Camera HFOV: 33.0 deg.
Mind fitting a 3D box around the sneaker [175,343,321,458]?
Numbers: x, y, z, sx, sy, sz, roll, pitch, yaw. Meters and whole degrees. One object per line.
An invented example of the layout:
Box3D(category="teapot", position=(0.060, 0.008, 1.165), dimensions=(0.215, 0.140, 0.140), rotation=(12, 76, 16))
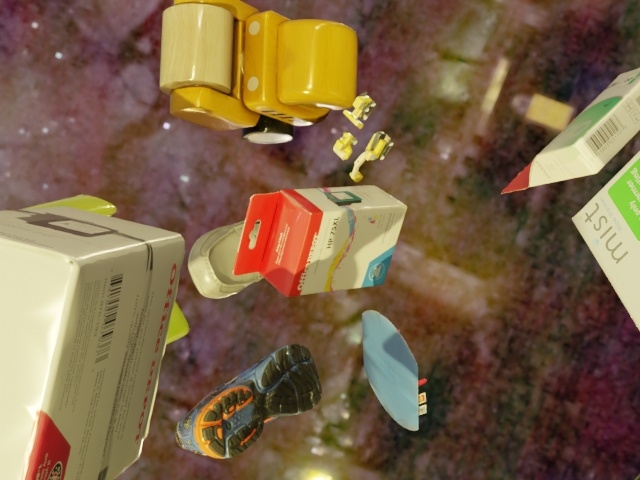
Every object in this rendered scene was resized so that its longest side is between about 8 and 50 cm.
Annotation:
Box3D(category="sneaker", position=(-0.082, 0.178, 1.230), dimensions=(0.221, 0.087, 0.083), rotation=(-22, -84, -49))

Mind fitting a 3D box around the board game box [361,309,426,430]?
Box3D(category="board game box", position=(0.104, 0.164, 1.423), dimensions=(0.033, 0.133, 0.169), rotation=(-20, -52, -22))

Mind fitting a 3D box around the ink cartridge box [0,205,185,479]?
Box3D(category="ink cartridge box", position=(-0.109, 0.047, 0.424), dimensions=(0.150, 0.063, 0.109), rotation=(-25, -52, -83))

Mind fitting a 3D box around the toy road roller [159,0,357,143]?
Box3D(category="toy road roller", position=(-0.085, -0.293, 1.789), dimensions=(0.329, 0.240, 0.202), rotation=(12, -104, -53))

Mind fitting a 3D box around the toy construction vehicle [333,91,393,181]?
Box3D(category="toy construction vehicle", position=(0.053, -0.143, 1.499), dimensions=(0.035, 0.086, 0.098), rotation=(-6, -41, -49))

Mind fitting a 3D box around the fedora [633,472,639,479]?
Box3D(category="fedora", position=(0.550, 0.472, 1.548), dimensions=(0.152, 0.334, 0.334), rotation=(-6, -60, -60))

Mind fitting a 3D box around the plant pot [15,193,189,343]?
Box3D(category="plant pot", position=(-0.328, 0.078, 1.242), dimensions=(0.227, 0.207, 0.228), rotation=(-27, -3, 32))

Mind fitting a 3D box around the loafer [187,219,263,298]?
Box3D(category="loafer", position=(-0.114, 0.012, 1.781), dimensions=(0.111, 0.112, 0.319), rotation=(-23, 7, 25))

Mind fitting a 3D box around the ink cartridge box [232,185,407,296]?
Box3D(category="ink cartridge box", position=(0.000, 0.000, 1.522), dimensions=(0.231, 0.078, 0.134), rotation=(-6, -59, -40))

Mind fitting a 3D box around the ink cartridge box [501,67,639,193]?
Box3D(category="ink cartridge box", position=(0.342, -0.147, 1.444), dimensions=(0.181, 0.056, 0.224), rotation=(-43, 14, -19))

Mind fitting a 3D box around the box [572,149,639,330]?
Box3D(category="box", position=(0.353, 0.014, 0.797), dimensions=(0.231, 0.126, 0.262), rotation=(-50, 49, 35))
